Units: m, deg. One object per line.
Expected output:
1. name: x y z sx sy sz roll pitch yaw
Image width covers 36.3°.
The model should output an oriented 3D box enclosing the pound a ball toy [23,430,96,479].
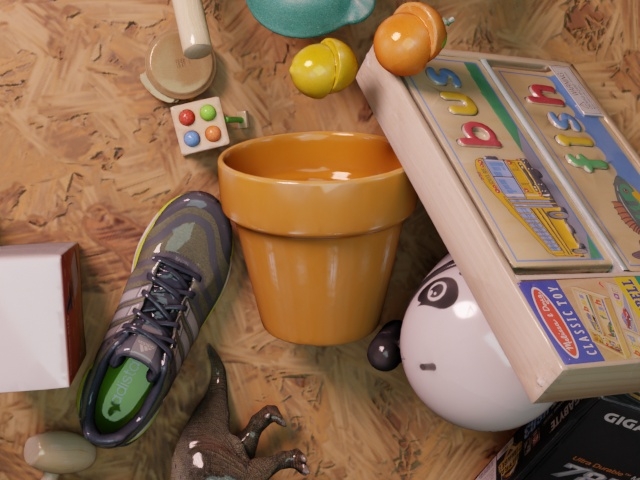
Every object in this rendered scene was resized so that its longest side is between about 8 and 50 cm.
1. pound a ball toy: -0.239 0.383 1.043 0.135 0.208 0.319 3 106 -45

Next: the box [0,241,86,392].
1. box: -0.293 0.073 0.986 0.091 0.170 0.130 -3 95 -8

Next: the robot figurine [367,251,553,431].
1. robot figurine: 0.177 0.084 1.001 0.173 0.278 0.209 38 108 7

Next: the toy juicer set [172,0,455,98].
1. toy juicer set: -0.020 -0.233 0.977 0.329 0.089 0.209 4 74 10

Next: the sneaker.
1. sneaker: -0.170 0.091 1.030 0.111 0.121 0.300 21 91 -10

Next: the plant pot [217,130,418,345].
1. plant pot: 0.000 0.000 1.024 0.205 0.205 0.188 -4 110 -8

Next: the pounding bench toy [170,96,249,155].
1. pounding bench toy: -0.115 -0.126 1.052 0.083 0.065 0.052 -14 96 -8

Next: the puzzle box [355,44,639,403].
1. puzzle box: 0.225 -0.036 0.943 0.272 0.409 0.052 -1 139 -29

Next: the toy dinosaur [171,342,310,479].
1. toy dinosaur: -0.094 0.274 1.058 0.160 0.121 0.314 -18 101 -20

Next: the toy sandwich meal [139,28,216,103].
1. toy sandwich meal: -0.153 -0.187 1.062 0.085 0.029 0.086 1 87 -9

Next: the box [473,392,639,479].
1. box: 0.352 0.262 1.058 0.295 0.073 0.293 18 136 -9
